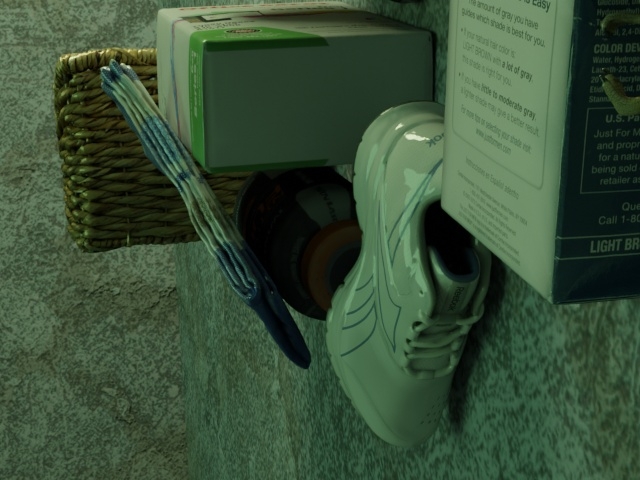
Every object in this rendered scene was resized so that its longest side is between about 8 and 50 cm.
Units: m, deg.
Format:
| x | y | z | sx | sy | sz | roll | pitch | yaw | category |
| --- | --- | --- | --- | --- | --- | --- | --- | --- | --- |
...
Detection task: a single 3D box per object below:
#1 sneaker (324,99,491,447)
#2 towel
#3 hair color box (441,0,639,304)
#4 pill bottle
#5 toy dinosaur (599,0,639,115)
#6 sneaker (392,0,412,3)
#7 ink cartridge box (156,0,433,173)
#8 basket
| x | y | z | sx | sy | sz | roll | pitch | yaw | category |
| --- | --- | --- | --- | --- | --- | --- | --- | --- | --- |
| 0.076 | 0.044 | 0.998 | 0.129 | 0.111 | 0.297 | -131 | 38 | -58 | sneaker |
| -0.105 | -0.020 | 1.161 | 0.285 | 0.034 | 0.209 | 55 | 176 | 24 | towel |
| 0.144 | -0.159 | 0.656 | 0.174 | 0.105 | 0.347 | -128 | 36 | -66 | hair color box |
| 0.000 | 0.000 | 1.224 | 0.246 | 0.130 | 0.130 | -138 | 46 | -69 | pill bottle |
| 0.172 | -0.077 | 0.532 | 0.093 | 0.053 | 0.183 | -28 | 76 | 31 | toy dinosaur |
| -0.020 | -0.283 | 1.114 | 0.321 | 0.180 | 0.124 | -125 | 34 | -64 | sneaker |
| -0.036 | -0.152 | 1.168 | 0.278 | 0.201 | 0.117 | -134 | 41 | -68 | ink cartridge box |
| -0.152 | -0.125 | 1.445 | 0.213 | 0.299 | 0.223 | -136 | 41 | -71 | basket |
